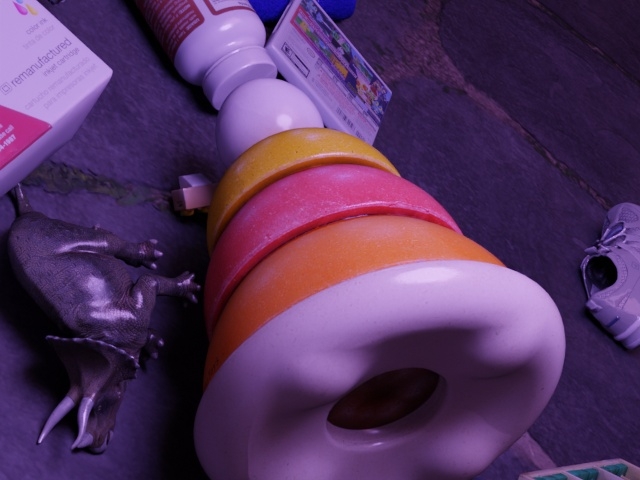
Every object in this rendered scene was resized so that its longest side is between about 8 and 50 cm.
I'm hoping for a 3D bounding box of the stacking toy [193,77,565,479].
[{"bbox_3d":[0.000,0.000,1.408,0.351,0.350,0.479,15,39,-37],"label":"stacking toy"}]

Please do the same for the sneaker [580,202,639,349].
[{"bbox_3d":[0.435,0.026,2.072,0.115,0.105,0.281,34,34,-16],"label":"sneaker"}]

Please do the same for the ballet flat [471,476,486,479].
[{"bbox_3d":[0.172,0.332,1.465,0.074,0.074,0.203,14,45,-39],"label":"ballet flat"}]

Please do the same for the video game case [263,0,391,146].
[{"bbox_3d":[0.013,-0.225,1.924,0.201,0.023,0.183,48,32,-18],"label":"video game case"}]

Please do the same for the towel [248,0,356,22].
[{"bbox_3d":[-0.089,-0.407,2.015,0.227,0.076,0.308,53,33,15],"label":"towel"}]

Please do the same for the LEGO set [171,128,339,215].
[{"bbox_3d":[-0.051,-0.050,1.661,0.132,0.107,0.287,17,29,24],"label":"LEGO set"}]

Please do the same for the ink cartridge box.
[{"bbox_3d":[-0.385,-0.174,1.327,0.306,0.131,0.226,43,48,-4],"label":"ink cartridge box"}]

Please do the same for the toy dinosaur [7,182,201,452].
[{"bbox_3d":[-0.220,0.035,1.323,0.160,0.121,0.313,3,53,-55],"label":"toy dinosaur"}]

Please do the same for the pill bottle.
[{"bbox_3d":[-0.144,-0.269,1.754,0.121,0.121,0.216,-5,56,-50],"label":"pill bottle"}]

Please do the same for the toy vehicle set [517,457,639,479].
[{"bbox_3d":[0.329,0.285,1.489,0.166,0.035,0.267,24,9,32],"label":"toy vehicle set"}]

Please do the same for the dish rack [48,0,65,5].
[{"bbox_3d":[-0.302,-0.399,1.649,0.208,0.074,0.271,55,29,-19],"label":"dish rack"}]
